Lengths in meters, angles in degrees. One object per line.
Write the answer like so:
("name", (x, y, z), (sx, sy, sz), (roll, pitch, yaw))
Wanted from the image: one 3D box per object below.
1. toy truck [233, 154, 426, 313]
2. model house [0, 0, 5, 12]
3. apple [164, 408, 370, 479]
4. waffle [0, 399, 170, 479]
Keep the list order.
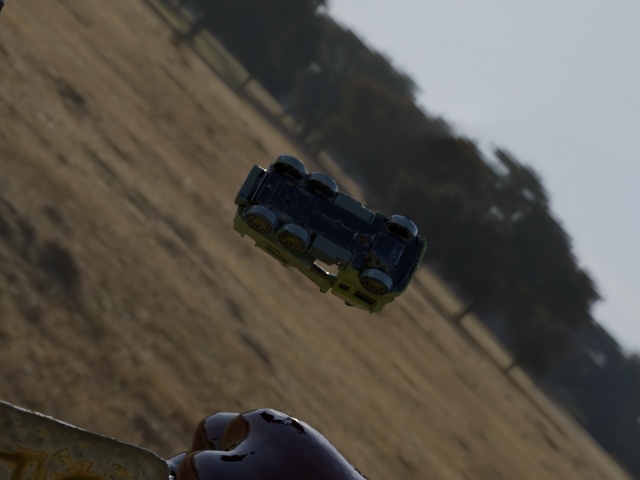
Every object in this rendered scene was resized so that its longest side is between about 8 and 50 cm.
("toy truck", (0.000, 0.000, 1.433), (0.169, 0.077, 0.100), (28, -30, -3))
("model house", (-0.166, -0.281, 0.972), (0.205, 0.278, 0.218), (10, 20, 43))
("apple", (-0.048, 0.308, 1.371), (0.288, 0.288, 0.317), (-105, 169, -83))
("waffle", (-0.247, 0.172, 1.021), (0.274, 0.168, 0.057), (22, -11, -12))
